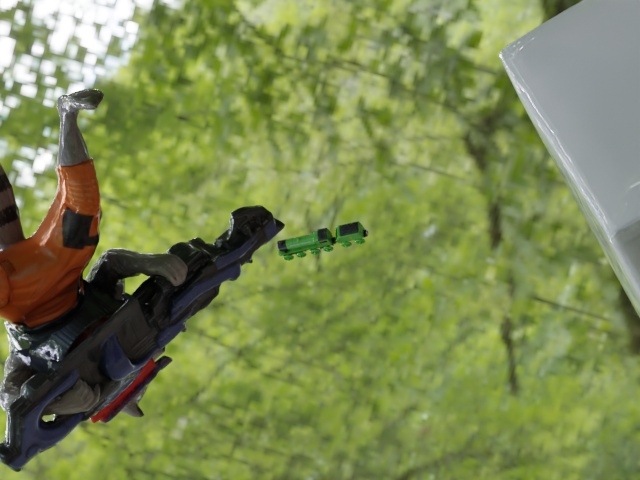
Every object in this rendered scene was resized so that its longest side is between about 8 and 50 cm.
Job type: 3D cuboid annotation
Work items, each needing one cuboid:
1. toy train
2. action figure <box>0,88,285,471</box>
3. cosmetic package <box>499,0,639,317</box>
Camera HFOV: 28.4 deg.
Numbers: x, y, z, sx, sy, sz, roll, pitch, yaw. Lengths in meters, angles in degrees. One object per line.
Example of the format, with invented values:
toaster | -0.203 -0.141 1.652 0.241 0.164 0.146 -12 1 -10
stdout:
toy train | 0.000 0.000 1.080 0.024 0.083 0.017 45 -144 -57
action figure | -0.211 0.019 1.145 0.341 0.179 0.330 -37 -50 -29
cosmetic package | 0.290 0.070 0.718 0.453 0.162 0.230 55 -168 -27
